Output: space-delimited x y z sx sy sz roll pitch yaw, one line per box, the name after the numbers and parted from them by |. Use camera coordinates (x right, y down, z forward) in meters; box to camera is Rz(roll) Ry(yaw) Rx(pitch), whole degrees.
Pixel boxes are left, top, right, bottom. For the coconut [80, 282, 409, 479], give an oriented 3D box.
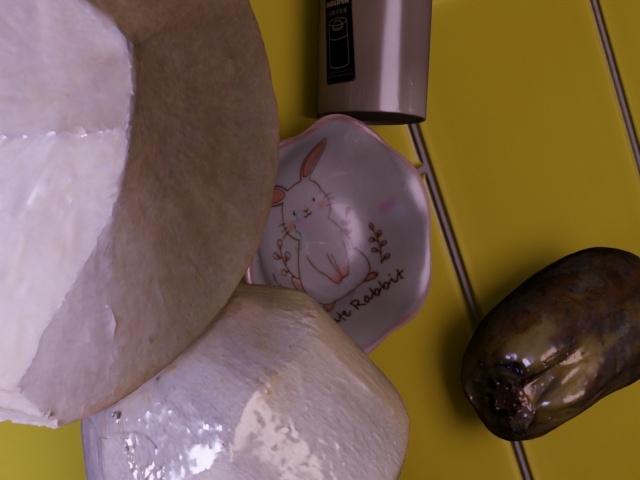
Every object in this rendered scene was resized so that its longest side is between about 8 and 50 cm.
-0.057 0.174 1.074 0.247 0.245 0.245 50 60 -17 | coconut

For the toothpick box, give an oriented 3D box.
0.051 -0.205 1.252 0.111 0.111 0.181 3 88 -39 | toothpick box

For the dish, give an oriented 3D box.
0.000 0.000 1.226 0.229 0.081 0.229 3 84 -36 | dish

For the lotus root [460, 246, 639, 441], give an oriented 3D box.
0.261 0.101 1.387 0.275 0.160 0.152 -23 79 -38 | lotus root

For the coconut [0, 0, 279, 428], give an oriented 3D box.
-0.225 -0.076 0.833 0.415 0.415 0.345 29 73 -35 | coconut
